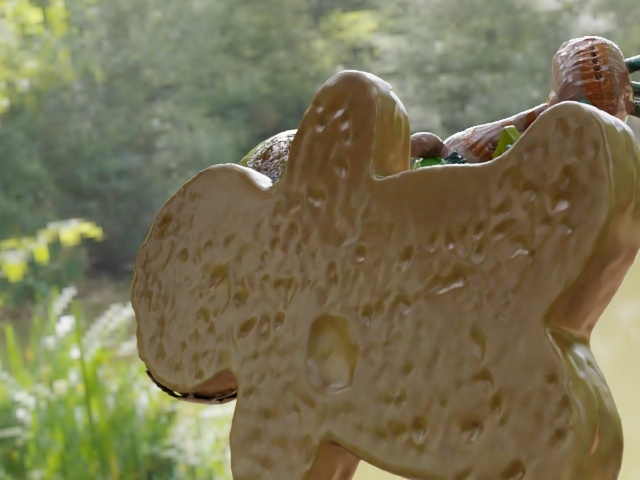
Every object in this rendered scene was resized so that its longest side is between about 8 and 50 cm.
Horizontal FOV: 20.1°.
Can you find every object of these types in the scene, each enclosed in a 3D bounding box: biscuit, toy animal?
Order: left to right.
[{"bbox_3d":[0.021,0.029,0.841,0.047,0.216,0.339,17,-12,-37],"label":"biscuit"},{"bbox_3d":[0.159,-0.073,1.193,0.208,0.100,0.103,-21,13,1],"label":"toy animal"}]

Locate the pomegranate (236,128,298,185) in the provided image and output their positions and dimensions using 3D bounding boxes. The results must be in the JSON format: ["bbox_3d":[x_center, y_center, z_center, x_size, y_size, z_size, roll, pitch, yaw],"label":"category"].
[{"bbox_3d":[-0.002,-0.007,1.211,0.129,0.129,0.159,-5,-13,33],"label":"pomegranate"}]
